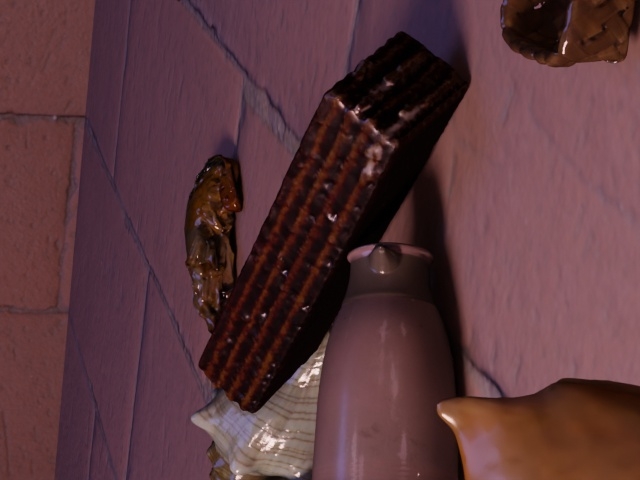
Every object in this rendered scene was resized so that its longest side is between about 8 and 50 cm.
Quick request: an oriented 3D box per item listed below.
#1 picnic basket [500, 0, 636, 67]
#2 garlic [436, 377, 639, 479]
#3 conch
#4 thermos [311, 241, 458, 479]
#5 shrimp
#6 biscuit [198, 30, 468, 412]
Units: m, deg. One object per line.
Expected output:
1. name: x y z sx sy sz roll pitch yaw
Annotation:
1. picnic basket: 0.154 -0.198 0.872 0.110 0.055 0.193 -132 46 -68
2. garlic: 0.129 0.233 0.658 0.151 0.196 0.338 87 -169 -75
3. conch: -0.057 0.184 1.435 0.234 0.114 0.137 -50 55 55
4. thermos: 0.051 0.100 1.123 0.137 0.105 0.193 54 -145 -66
5. shrimp: -0.124 0.018 1.744 0.117 0.066 0.262 115 150 -52
6. biscuit: 0.000 0.000 1.215 0.073 0.107 0.388 40 140 10
